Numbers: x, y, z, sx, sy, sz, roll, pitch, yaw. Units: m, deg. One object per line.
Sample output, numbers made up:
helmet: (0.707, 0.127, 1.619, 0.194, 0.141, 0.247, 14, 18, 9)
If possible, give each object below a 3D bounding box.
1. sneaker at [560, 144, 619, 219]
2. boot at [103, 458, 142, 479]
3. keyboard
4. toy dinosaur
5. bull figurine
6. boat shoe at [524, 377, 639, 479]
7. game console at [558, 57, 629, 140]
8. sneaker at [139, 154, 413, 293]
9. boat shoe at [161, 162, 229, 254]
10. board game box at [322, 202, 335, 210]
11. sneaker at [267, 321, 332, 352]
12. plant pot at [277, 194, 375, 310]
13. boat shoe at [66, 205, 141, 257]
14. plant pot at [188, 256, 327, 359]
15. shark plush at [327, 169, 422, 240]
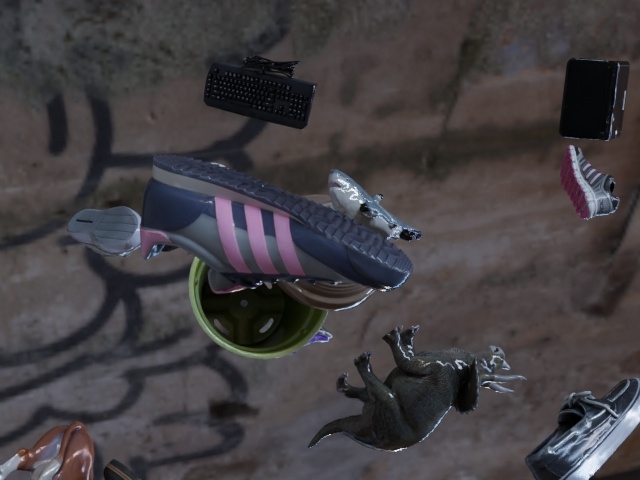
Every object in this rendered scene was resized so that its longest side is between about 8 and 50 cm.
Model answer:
sneaker: (0.466, -0.100, 1.960, 0.170, 0.074, 0.063, -100, -166, -47)
boot: (-0.259, 0.410, 1.552, 0.198, 0.137, 0.077, 47, -15, 1)
keyboard: (-0.099, -0.236, 1.738, 0.038, 0.192, 0.100, -3, 107, -64)
toy dinosaur: (0.115, 0.221, 1.594, 0.160, 0.313, 0.121, 55, 2, 15)
bull figurine: (-0.382, 0.410, 1.601, 0.188, 0.101, 0.310, -31, 127, -62)
boat shoe: (0.436, 0.300, 1.868, 0.105, 0.306, 0.113, 50, -33, 5)
game console: (0.426, -0.220, 1.764, 0.071, 0.107, 0.122, 12, -76, 29)
sneaker: (-0.056, 0.012, 1.276, 0.131, 0.319, 0.112, -71, 165, 13)
boat shoe: (-0.232, -0.040, 1.988, 0.254, 0.095, 0.079, -35, -147, 42)
board game box: (0.000, 0.000, 1.696, 0.154, 0.026, 0.103, -12, -93, 37)
sneaker: (-0.052, 0.217, 2.524, 0.068, 0.170, 0.071, 31, -67, 50)
plant pot: (0.020, 0.001, 2.098, 0.110, 0.237, 0.237, 117, -38, -56)
boat shoe: (-0.345, -0.010, 1.929, 0.076, 0.083, 0.226, 45, -17, -33)
plant pot: (-0.139, 0.113, 2.282, 0.254, 0.276, 0.276, 138, -58, -73)
shark plush: (0.076, -0.037, 1.432, 0.073, 0.161, 0.067, -43, -138, 44)
